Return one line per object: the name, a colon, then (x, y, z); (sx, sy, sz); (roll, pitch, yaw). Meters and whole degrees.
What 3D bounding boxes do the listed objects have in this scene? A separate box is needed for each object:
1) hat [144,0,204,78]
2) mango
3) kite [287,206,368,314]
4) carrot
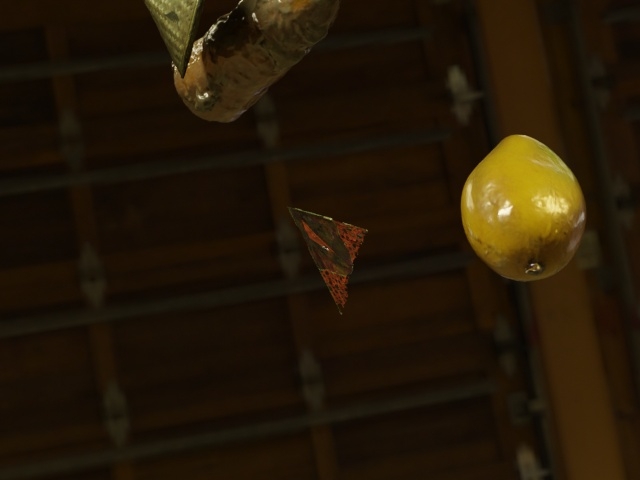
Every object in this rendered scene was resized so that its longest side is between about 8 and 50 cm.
hat: (-0.148, -0.237, 1.570); (0.067, 0.146, 0.146); (15, -10, -5)
mango: (0.286, -0.051, 2.256); (0.176, 0.119, 0.317); (10, 37, 2)
kite: (0.001, -0.001, 1.973); (0.008, 0.125, 0.222); (-39, -16, -25)
carrot: (-0.050, -0.204, 1.617); (0.101, 0.102, 0.263); (-5, -14, -36)
